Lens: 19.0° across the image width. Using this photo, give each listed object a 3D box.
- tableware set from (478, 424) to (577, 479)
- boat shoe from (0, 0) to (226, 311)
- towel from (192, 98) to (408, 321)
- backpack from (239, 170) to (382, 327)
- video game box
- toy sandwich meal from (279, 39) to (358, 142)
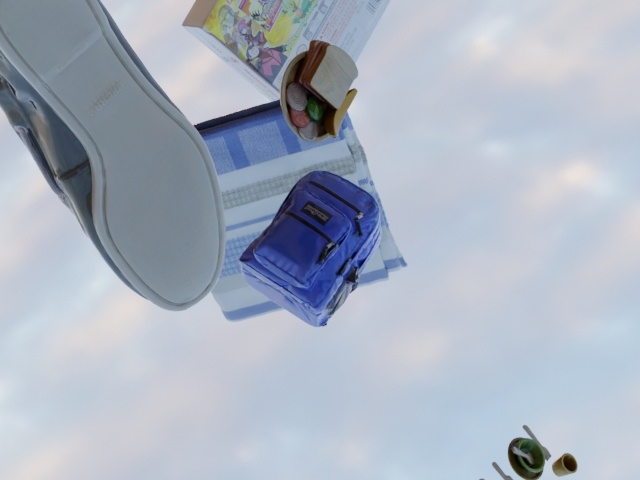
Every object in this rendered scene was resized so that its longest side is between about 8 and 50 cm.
[{"bbox_3d":[0.214,0.259,1.937,0.024,0.104,0.154,-37,-175,43],"label":"tableware set"},{"bbox_3d":[-0.172,-0.092,1.447,0.112,0.335,0.095,-38,-145,-15],"label":"boat shoe"},{"bbox_3d":[-0.042,-0.034,1.974,0.209,0.285,0.034,-17,-134,5],"label":"towel"},{"bbox_3d":[0.000,0.000,1.694,0.120,0.098,0.101,-52,168,-18],"label":"backpack"},{"bbox_3d":[-0.024,-0.251,1.981,0.048,0.187,0.205,12,-112,49],"label":"video game box"},{"bbox_3d":[0.001,-0.123,1.601,0.029,0.085,0.085,1,-137,44],"label":"toy sandwich meal"}]
